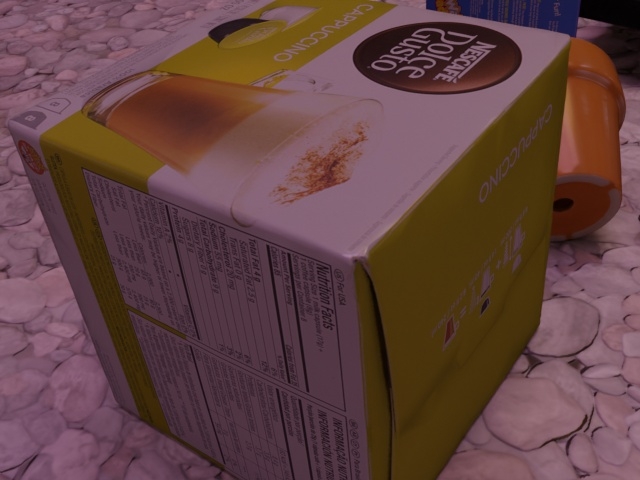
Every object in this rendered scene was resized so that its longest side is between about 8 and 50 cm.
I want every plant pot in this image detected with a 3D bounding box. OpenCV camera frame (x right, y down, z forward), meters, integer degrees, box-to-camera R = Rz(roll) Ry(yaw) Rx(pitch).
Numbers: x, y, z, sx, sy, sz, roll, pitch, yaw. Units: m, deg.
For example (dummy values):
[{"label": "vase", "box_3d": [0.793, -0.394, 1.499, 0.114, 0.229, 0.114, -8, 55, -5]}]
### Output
[{"label": "plant pot", "box_3d": [0.281, -0.110, 0.949, 0.205, 0.205, 0.188, -4, 53, 3]}]

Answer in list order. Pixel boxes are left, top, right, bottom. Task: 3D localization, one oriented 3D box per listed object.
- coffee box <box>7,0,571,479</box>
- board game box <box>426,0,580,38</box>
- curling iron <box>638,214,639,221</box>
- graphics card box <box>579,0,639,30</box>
[{"label": "coffee box", "box_3d": [0.000, 0.000, 0.713, 0.334, 0.338, 0.337, 21, 46, 30]}, {"label": "board game box", "box_3d": [0.281, -0.405, 1.188, 0.233, 0.347, 0.078, 5, 38, 14]}, {"label": "curling iron", "box_3d": [0.518, -0.020, 0.914, 0.273, 0.035, 0.068, -3, 42, 5]}, {"label": "graphics card box", "box_3d": [0.591, -0.416, 1.298, 0.232, 0.094, 0.370, 27, 32, 34]}]
